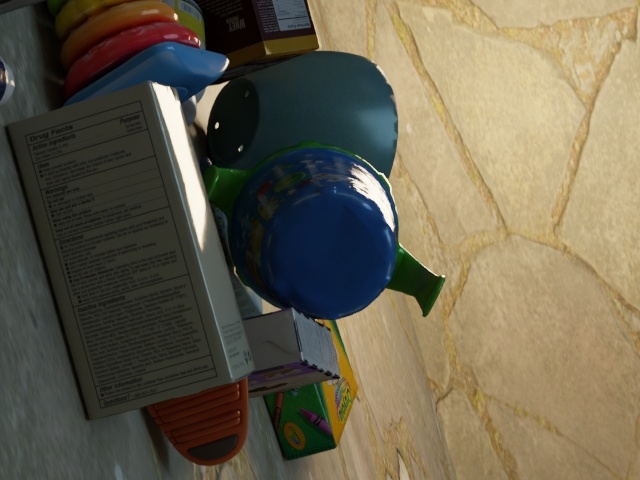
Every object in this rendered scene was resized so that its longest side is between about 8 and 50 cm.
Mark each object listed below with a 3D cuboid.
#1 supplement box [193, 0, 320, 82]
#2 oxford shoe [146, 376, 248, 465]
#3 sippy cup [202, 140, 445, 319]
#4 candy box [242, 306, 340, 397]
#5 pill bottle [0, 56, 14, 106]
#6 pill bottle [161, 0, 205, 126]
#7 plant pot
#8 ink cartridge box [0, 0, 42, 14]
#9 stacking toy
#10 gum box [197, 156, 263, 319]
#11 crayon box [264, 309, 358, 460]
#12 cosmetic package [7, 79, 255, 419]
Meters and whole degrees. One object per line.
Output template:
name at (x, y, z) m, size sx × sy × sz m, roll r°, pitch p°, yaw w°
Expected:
supplement box at (-0.134, -0.326, 2.084) m, size 0.129 × 0.191 × 0.194 m, roll -18°, pitch 92°, yaw -54°
oxford shoe at (-0.156, 0.070, 1.695) m, size 0.133 × 0.130 × 0.363 m, roll -12°, pitch 87°, yaw -85°
sippy cup at (0.000, 0.000, 1.938) m, size 0.224 × 0.305 × 0.240 m, roll -122°, pitch -157°, yaw -79°
candy box at (-0.080, 0.145, 1.846) m, size 0.196 × 0.165 × 0.070 m, roll 38°, pitch 40°, yaw -73°
pill bottle at (-0.317, -0.144, 1.343) m, size 0.120 × 0.067 × 0.067 m, roll -9°, pitch 83°, yaw -79°
pill bottle at (-0.199, -0.228, 1.948) m, size 0.103 × 0.103 × 0.184 m, roll 62°, pitch 17°, yaw -47°
plant pot at (-0.052, -0.156, 2.245) m, size 0.195 × 0.290 × 0.290 m, roll 12°, pitch 57°, yaw -38°
ink cartridge box at (-0.333, -0.304, 1.402) m, size 0.237 × 0.100 × 0.172 m, roll -36°, pitch 109°, yaw -79°
stacking toy at (-0.252, -0.281, 1.710) m, size 0.302 × 0.166 × 0.175 m, roll 64°, pitch 20°, yaw 9°
gum box at (-0.134, 0.001, 2.100) m, size 0.184 × 0.041 × 0.157 m, roll 60°, pitch 19°, yaw -53°
crayon box at (-0.019, 0.202, 2.280) m, size 0.278 × 0.081 × 0.165 m, roll -59°, pitch 132°, yaw -75°
cosmetic package at (-0.188, 0.010, 1.530) m, size 0.113 × 0.160 × 0.309 m, roll -5°, pitch 80°, yaw -80°
